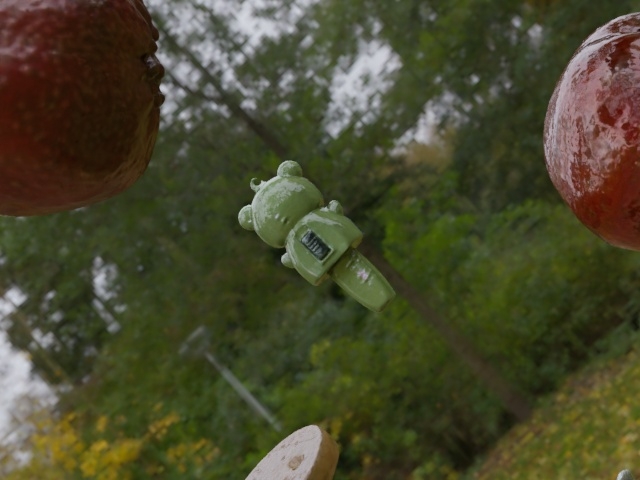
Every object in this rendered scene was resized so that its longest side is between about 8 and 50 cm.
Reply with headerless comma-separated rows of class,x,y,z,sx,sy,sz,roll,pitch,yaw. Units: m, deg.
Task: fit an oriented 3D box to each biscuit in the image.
biscuit,-0.091,0.391,1.543,0.355,0.052,0.275,-54,14,-30

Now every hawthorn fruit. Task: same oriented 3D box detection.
hawthorn fruit,0.391,-0.127,1.380,0.284,0.284,0.284,-42,-7,-6
hawthorn fruit,-0.239,-0.114,0.854,0.253,0.205,0.205,-3,-12,-4

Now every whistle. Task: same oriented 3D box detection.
whistle,0.000,0.000,1.461,0.105,0.227,0.085,-49,-6,10

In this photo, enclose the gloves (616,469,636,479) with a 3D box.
gloves,0.366,0.344,1.380,0.219,0.140,0.131,-8,-27,-1
